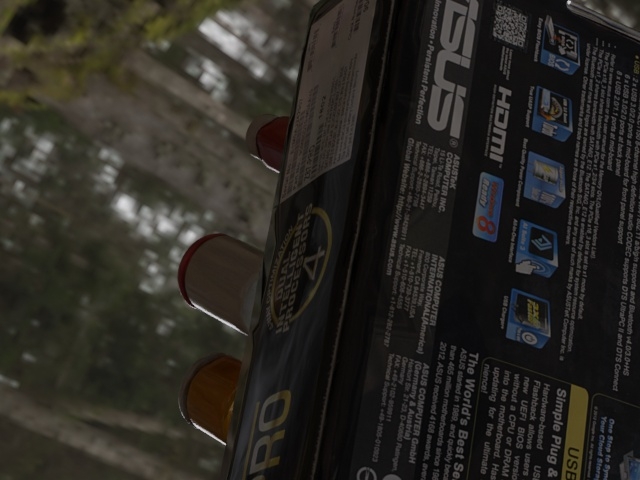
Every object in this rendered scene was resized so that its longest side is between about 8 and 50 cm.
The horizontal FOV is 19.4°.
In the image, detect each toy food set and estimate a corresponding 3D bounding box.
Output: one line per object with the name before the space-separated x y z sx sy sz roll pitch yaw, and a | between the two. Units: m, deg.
toy food set | 0.000 0.000 0.949 0.232 0.111 0.104 -38 -142 -25

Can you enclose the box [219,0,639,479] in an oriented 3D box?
box | 0.117 0.117 0.725 0.097 0.318 0.395 -31 -134 58
